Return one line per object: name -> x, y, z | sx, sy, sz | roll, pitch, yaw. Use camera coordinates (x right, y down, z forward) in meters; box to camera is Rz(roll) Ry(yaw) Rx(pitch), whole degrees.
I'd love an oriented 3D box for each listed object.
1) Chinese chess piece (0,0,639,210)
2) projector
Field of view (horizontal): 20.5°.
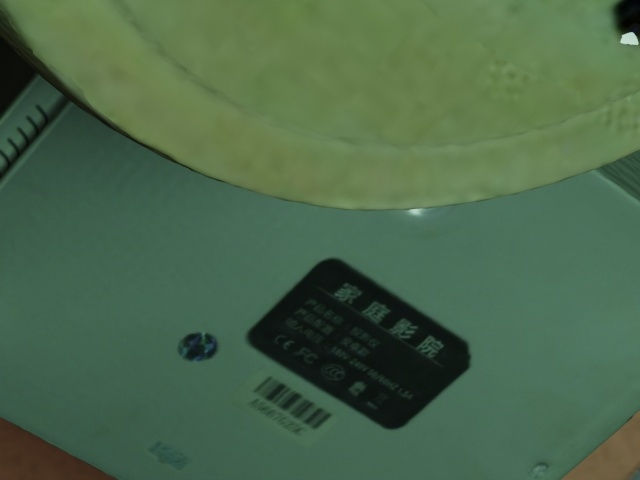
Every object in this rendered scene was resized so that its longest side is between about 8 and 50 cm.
Chinese chess piece -> 0.024, -0.123, 0.400 | 0.250, 0.101, 0.250 | -8, 130, -10
projector -> 0.000, 0.000, 0.610 | 0.250, 0.108, 0.198 | 34, 116, -24
